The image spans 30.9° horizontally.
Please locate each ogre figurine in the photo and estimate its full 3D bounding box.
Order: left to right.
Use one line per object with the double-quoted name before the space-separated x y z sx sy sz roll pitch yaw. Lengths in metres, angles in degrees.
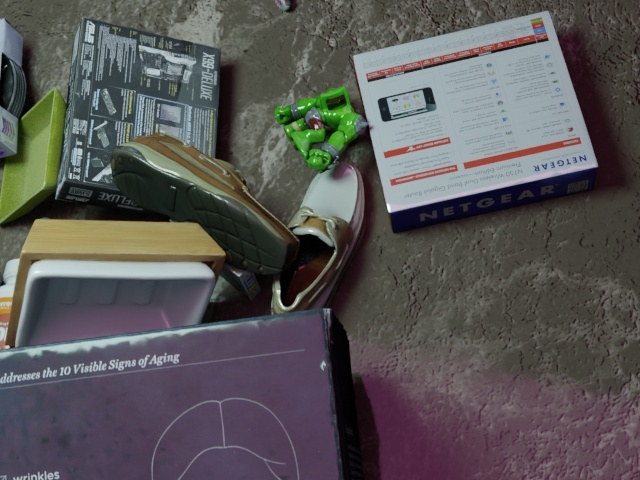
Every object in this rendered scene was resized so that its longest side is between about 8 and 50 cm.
"ogre figurine" 0.005 -0.188 1.886 0.118 0.197 0.096 -30 108 -2

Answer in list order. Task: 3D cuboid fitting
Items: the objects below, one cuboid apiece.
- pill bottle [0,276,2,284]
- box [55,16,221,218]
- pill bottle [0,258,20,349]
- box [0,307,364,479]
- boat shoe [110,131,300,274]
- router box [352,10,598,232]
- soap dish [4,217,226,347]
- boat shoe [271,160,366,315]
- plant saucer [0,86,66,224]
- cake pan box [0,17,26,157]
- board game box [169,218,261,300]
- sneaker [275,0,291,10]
"pill bottle" -0.664 0.098 1.838 0.283 0.160 0.160 -41 67 -9
"box" -0.294 -0.198 1.902 0.243 0.076 0.307 9 65 -21
"pill bottle" -0.464 0.144 1.809 0.121 0.121 0.216 1 67 9
"box" -0.180 0.366 1.540 0.480 0.297 0.471 -7 77 5
"boat shoe" -0.164 -0.073 1.761 0.324 0.122 0.120 33 46 12
"router box" 0.243 -0.194 1.875 0.336 0.082 0.301 -12 65 3
"soap dish" -0.308 0.069 1.711 0.291 0.229 0.118 1 50 -21
"boat shoe" 0.000 0.000 1.814 0.113 0.103 0.302 10 68 12
"plant saucer" -0.471 -0.133 1.931 0.045 0.188 0.188 18 61 -33
"cake pan box" -0.639 -0.242 2.008 0.267 0.070 0.245 -13 66 17
"board game box" -0.165 0.023 1.828 0.154 0.103 0.026 38 77 21
"sneaker" -0.061 -0.463 2.064 0.057 0.047 0.119 -10 66 -9
